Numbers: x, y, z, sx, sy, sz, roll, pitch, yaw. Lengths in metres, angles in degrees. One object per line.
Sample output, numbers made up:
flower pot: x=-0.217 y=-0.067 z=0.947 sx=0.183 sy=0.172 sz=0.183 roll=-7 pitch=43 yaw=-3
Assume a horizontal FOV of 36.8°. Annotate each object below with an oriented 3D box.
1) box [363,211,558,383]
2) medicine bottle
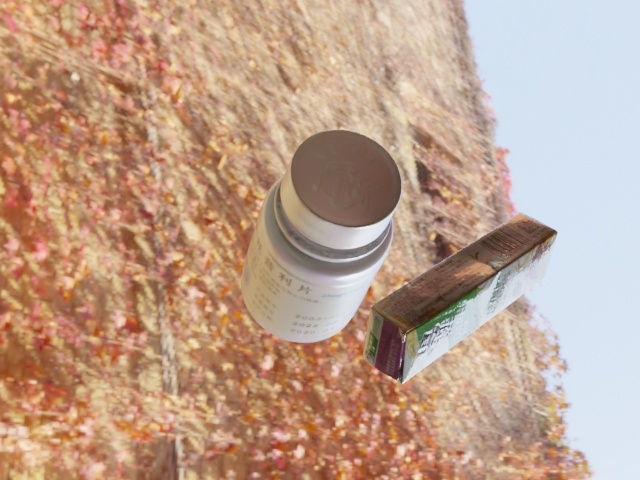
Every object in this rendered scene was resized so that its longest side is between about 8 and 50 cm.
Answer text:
box: x=0.112 y=0.039 z=0.746 sx=0.041 sy=0.207 sz=0.050 roll=31 pitch=-49 yaw=31
medicine bottle: x=0.000 y=0.000 z=1.219 sx=0.293 sy=0.170 sz=0.170 roll=115 pitch=-39 yaw=-56
